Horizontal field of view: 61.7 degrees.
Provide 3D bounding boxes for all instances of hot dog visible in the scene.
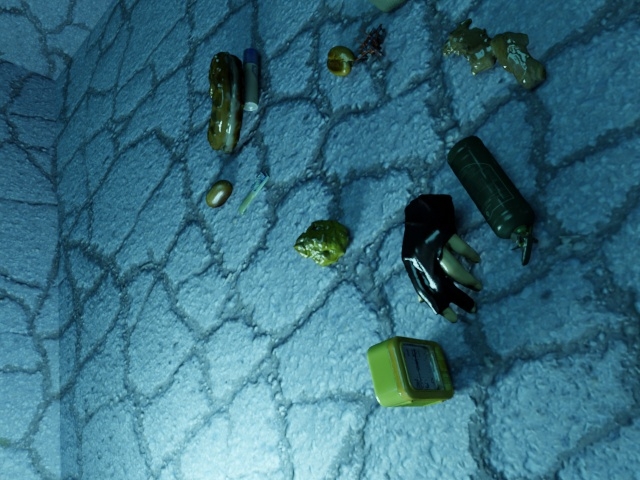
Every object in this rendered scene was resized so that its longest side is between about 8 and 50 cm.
[{"bbox_3d":[0.060,-0.559,1.669,0.140,0.060,0.090,27,121,51],"label":"hot dog"}]

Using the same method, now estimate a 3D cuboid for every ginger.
[{"bbox_3d":[0.417,-0.453,1.295,0.122,0.084,0.290,-55,49,8],"label":"ginger"}]

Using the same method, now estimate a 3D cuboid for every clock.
[{"bbox_3d":[0.204,0.296,1.201,0.096,0.202,0.144,-29,60,36],"label":"clock"}]

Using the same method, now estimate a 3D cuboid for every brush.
[{"bbox_3d":[-0.238,-0.164,1.857,0.179,0.030,0.033,-50,60,20],"label":"brush"}]

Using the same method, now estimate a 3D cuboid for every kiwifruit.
[{"bbox_3d":[-0.367,-0.170,1.943,0.124,0.075,0.075,-45,52,30],"label":"kiwifruit"}]

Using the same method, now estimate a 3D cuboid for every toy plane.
[{"bbox_3d":[0.157,-0.567,1.573,0.130,0.061,0.189,-50,37,20],"label":"toy plane"}]

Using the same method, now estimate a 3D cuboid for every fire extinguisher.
[{"bbox_3d":[0.396,-0.094,1.214,0.115,0.095,0.311,104,149,-49],"label":"fire extinguisher"}]

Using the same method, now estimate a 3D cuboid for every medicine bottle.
[{"bbox_3d":[-0.258,-0.593,1.971,0.059,0.059,0.231,-15,69,39],"label":"medicine bottle"}]

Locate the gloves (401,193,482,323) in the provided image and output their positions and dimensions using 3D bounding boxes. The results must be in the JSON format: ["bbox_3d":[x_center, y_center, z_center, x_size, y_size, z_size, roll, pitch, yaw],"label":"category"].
[{"bbox_3d":[0.272,0.047,1.265,0.301,0.152,0.197,66,150,16],"label":"gloves"}]

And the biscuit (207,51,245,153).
[{"bbox_3d":[-0.344,-0.518,1.939,0.268,0.115,0.367,146,123,-67],"label":"biscuit"}]

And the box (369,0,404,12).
[{"bbox_3d":[0.257,-0.889,1.504,0.343,0.177,0.352,-23,65,38],"label":"box"}]

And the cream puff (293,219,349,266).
[{"bbox_3d":[0.000,0.000,1.534,0.146,0.116,0.147,-16,67,43],"label":"cream puff"}]
